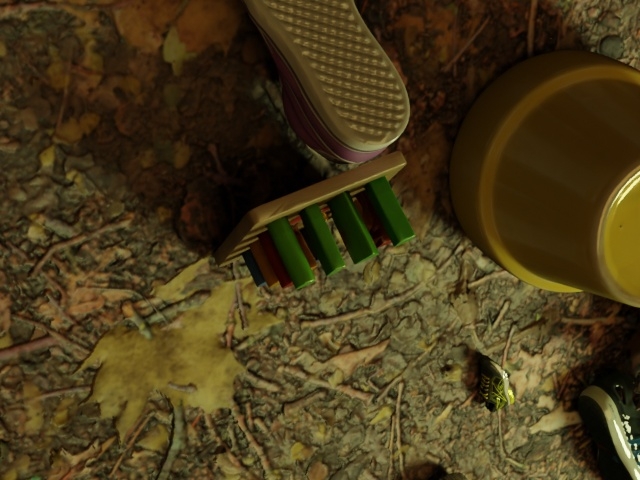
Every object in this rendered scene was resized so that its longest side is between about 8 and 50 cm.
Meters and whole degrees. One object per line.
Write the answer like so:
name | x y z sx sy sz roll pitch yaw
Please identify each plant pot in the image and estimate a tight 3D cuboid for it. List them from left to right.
plant pot | 0.291 -0.047 1.379 0.254 0.239 0.254 -7 112 -17

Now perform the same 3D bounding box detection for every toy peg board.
toy peg board | 0.000 0.000 1.288 0.161 0.160 0.079 -22 82 -21

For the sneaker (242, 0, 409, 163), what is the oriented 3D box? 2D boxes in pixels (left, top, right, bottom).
sneaker | -0.026 -0.196 1.237 0.102 0.161 0.282 -22 89 -14

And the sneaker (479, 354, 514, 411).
sneaker | 0.199 0.168 1.574 0.035 0.031 0.083 -37 125 -12

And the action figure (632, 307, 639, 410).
action figure | 0.409 0.097 1.614 0.285 0.099 0.185 56 46 -37

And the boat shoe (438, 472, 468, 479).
boat shoe | 0.154 0.382 1.623 0.075 0.083 0.226 -17 107 -13

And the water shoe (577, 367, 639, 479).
water shoe | 0.388 0.247 1.701 0.080 0.073 0.203 -39 126 -18
